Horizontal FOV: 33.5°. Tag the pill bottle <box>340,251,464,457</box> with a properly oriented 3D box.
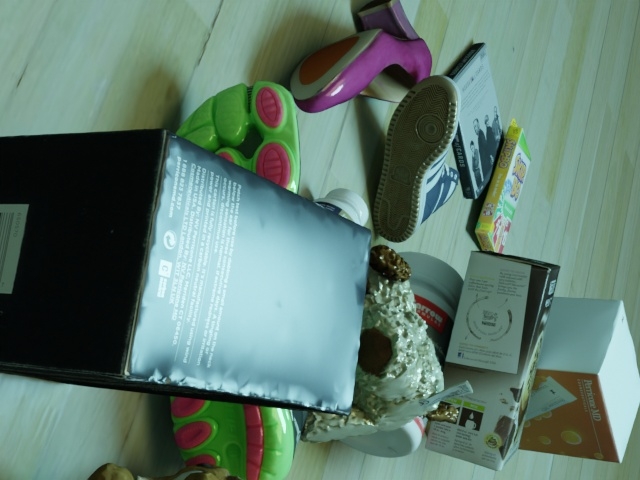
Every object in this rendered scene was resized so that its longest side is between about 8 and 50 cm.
[{"bbox_3d":[0.113,0.164,1.584,0.161,0.161,0.283,60,43,-41],"label":"pill bottle"}]

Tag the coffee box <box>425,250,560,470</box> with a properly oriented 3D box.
[{"bbox_3d":[0.258,0.168,1.567,0.168,0.119,0.297,0,103,-71],"label":"coffee box"}]

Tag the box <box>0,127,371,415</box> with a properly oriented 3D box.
[{"bbox_3d":[-0.183,0.037,0.918,0.312,0.343,0.178,25,69,-57],"label":"box"}]

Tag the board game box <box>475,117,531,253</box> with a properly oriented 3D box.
[{"bbox_3d":[0.361,-0.101,2.068,0.124,0.039,0.259,56,48,-58],"label":"board game box"}]

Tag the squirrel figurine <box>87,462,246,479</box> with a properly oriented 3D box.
[{"bbox_3d":[-0.153,0.411,1.051,0.370,0.281,0.396,-16,98,-80],"label":"squirrel figurine"}]

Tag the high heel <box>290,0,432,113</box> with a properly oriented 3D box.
[{"bbox_3d":[0.079,-0.220,1.532,0.377,0.127,0.181,-51,123,-49],"label":"high heel"}]

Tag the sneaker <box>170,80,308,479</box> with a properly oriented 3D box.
[{"bbox_3d":[-0.094,0.052,1.270,0.202,0.185,0.482,-18,111,-76],"label":"sneaker"}]

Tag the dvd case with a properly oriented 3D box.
[{"bbox_3d":[0.289,-0.224,1.982,0.179,0.030,0.238,-50,132,-45],"label":"dvd case"}]

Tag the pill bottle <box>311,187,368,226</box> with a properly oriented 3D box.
[{"bbox_3d":[0.000,0.000,1.455,0.169,0.094,0.094,-51,133,-45],"label":"pill bottle"}]

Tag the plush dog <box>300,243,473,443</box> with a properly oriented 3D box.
[{"bbox_3d":[0.077,0.129,1.399,0.211,0.262,0.225,10,52,-29],"label":"plush dog"}]

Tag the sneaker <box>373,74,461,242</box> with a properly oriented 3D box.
[{"bbox_3d":[0.170,-0.143,1.668,0.153,0.099,0.282,-36,148,-53],"label":"sneaker"}]

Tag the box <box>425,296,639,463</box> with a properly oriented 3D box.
[{"bbox_3d":[0.335,0.221,1.778,0.168,0.345,0.215,-58,137,-40],"label":"box"}]
